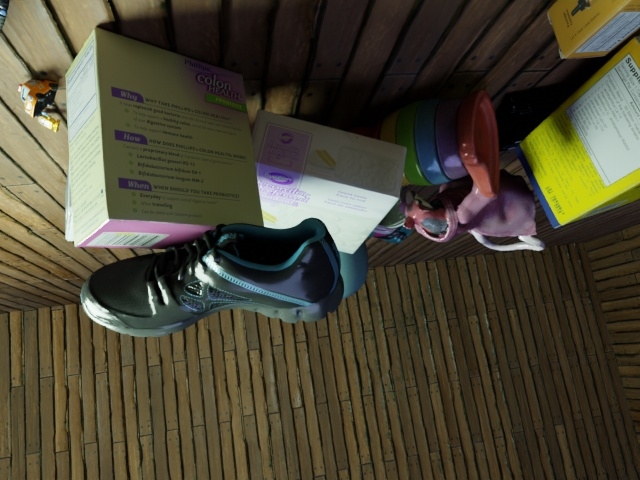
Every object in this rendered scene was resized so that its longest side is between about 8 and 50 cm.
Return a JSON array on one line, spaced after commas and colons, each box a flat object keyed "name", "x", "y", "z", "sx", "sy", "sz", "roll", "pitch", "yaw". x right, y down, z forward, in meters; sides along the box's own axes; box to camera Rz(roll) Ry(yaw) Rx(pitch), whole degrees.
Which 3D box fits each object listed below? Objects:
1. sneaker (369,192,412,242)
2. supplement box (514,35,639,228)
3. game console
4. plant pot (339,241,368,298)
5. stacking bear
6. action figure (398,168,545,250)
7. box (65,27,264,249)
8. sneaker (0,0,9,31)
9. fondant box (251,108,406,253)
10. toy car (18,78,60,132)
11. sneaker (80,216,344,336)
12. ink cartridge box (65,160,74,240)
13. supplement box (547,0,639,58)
[{"name": "sneaker", "x": 0.222, "y": -0.064, "z": 1.474, "sx": 0.178, "sy": 0.124, "sz": 0.295, "roll": 6, "pitch": 170, "yaw": -33}, {"name": "supplement box", "x": 0.554, "y": -0.187, "z": 0.890, "sx": 0.195, "sy": 0.194, "sz": 0.356, "roll": -17, "pitch": 166, "yaw": -14}, {"name": "game console", "x": 0.308, "y": -0.223, "z": 1.019, "sx": 0.360, "sy": 0.044, "sz": 0.213, "roll": -11, "pitch": 167, "yaw": 3}, {"name": "plant pot", "x": 0.000, "y": 0.000, "z": 1.380, "sx": 0.289, "sy": 0.290, "sz": 0.196, "roll": -6, "pitch": 131, "yaw": -14}, {"name": "stacking bear", "x": 0.161, "y": -0.167, "z": 0.912, "sx": 0.288, "sy": 0.164, "sz": 0.175, "roll": -3, "pitch": 154, "yaw": 32}, {"name": "action figure", "x": 0.292, "y": -0.058, "z": 1.087, "sx": 0.370, "sy": 0.276, "sz": 0.248, "roll": -20, "pitch": -172, "yaw": -42}, {"name": "box", "x": -0.208, "y": -0.117, "z": 0.669, "sx": 0.213, "sy": 0.243, "sz": 0.117, "roll": 2, "pitch": 163, "yaw": -44}, {"name": "sneaker", "x": -0.384, "y": -0.218, "z": 0.510, "sx": 0.081, "sy": 0.080, "sz": 0.211, "roll": 12, "pitch": 148, "yaw": -42}, {"name": "fondant box", "x": -0.012, "y": -0.085, "z": 0.896, "sx": 0.238, "sy": 0.096, "sz": 0.330, "roll": 13, "pitch": 161, "yaw": -5}, {"name": "toy car", "x": -0.399, "y": -0.181, "z": 0.698, "sx": 0.040, "sy": 0.060, "sz": 0.122, "roll": 29, "pitch": 147, "yaw": -15}, {"name": "sneaker", "x": -0.142, "y": 0.032, "z": 0.635, "sx": 0.340, "sy": 0.125, "sz": 0.140, "roll": -6, "pitch": 139, "yaw": 0}, {"name": "ink cartridge box", "x": -0.366, "y": -0.080, "z": 1.019, "sx": 0.278, "sy": 0.117, "sz": 0.201, "roll": -2, "pitch": 166, "yaw": -30}, {"name": "supplement box", "x": 0.377, "y": -0.313, "z": 0.584, "sx": 0.080, "sy": 0.078, "sz": 0.233, "roll": -8, "pitch": 169, "yaw": -16}]
